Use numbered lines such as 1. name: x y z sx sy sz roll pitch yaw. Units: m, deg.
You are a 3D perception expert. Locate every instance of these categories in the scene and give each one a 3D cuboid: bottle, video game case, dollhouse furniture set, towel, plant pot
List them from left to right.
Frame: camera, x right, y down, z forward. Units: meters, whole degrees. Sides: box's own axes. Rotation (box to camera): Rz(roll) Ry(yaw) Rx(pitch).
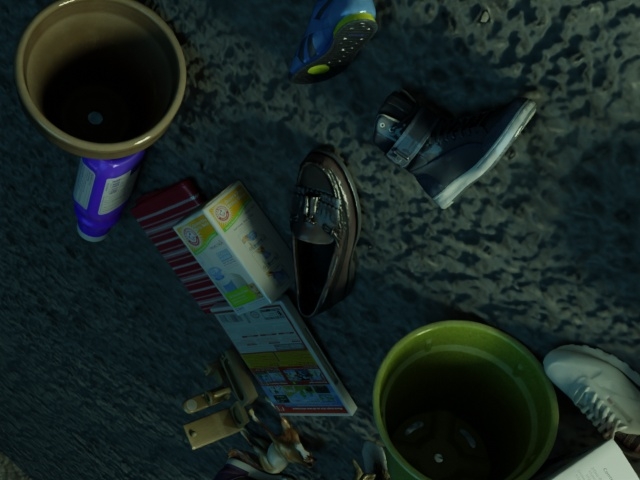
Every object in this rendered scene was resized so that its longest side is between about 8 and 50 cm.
1. plant pot: -0.366 -0.241 1.454 0.263 0.263 0.229 49 159 -3
2. bottle: -0.413 -0.100 1.688 0.092 0.118 0.283 40 141 6
3. towel: -0.234 0.015 1.697 0.198 0.031 0.275 -17 112 46
4. dollhouse furniture set: -0.223 0.330 1.846 0.144 0.123 0.151 63 148 17
5. video game case: -0.072 0.229 1.718 0.204 0.025 0.285 -10 119 42
6. plant pot: 0.207 0.307 1.398 0.276 0.276 0.254 32 150 17

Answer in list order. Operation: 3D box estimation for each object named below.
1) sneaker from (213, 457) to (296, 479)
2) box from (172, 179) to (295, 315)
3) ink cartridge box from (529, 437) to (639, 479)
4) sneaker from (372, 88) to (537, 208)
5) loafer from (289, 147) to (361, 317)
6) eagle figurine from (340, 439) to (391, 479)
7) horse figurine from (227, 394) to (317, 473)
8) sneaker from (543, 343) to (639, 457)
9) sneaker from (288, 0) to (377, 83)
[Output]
1. sneaker: -0.141 0.607 2.043 0.283 0.124 0.107 7 127 38
2. box: -0.144 0.014 1.556 0.114 0.103 0.203 -23 106 49
3. ink cartridge box: 0.353 0.388 1.269 0.130 0.271 0.309 57 168 15
4. sneaker: 0.163 -0.151 1.155 0.163 0.086 0.226 43 142 -1
5. loafer: 0.000 0.000 1.421 0.109 0.095 0.303 21 135 27
6. eagle figurine: 0.177 0.537 1.690 0.298 0.225 0.226 17 -175 -10
7. horse figurine: -0.108 0.445 1.924 0.174 0.066 0.263 49 139 6
8. sneaker: 0.417 0.237 1.256 0.235 0.095 0.090 32 141 19
9. sneaker: 0.012 -0.284 1.207 0.209 0.069 0.082 -36 63 59
